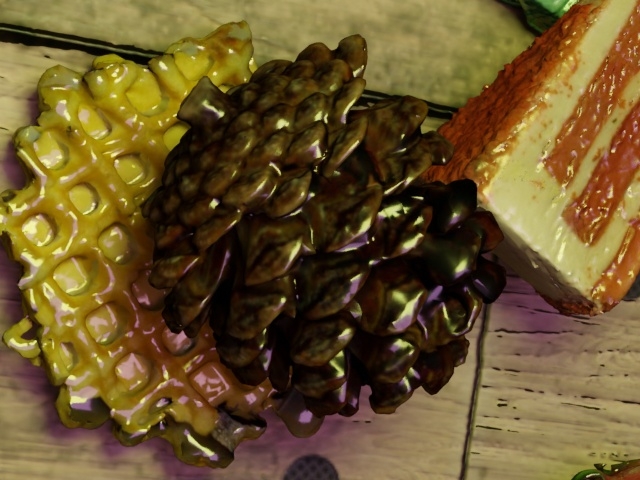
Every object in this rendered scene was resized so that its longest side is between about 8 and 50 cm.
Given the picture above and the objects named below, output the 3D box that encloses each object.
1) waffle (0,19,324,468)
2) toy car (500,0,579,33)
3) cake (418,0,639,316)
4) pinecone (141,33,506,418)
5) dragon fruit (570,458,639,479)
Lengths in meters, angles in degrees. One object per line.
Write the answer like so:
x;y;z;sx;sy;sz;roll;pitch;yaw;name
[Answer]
-0.096;0.010;1.381;0.329;0.062;0.329;-2;94;-23;waffle
0.256;-0.192;1.491;0.320;0.097;0.141;32;81;-20;toy car
0.205;-0.076;1.387;0.158;0.160;0.262;39;108;-19;cake
0.000;0.000;1.275;0.224;0.224;0.272;-44;115;-14;pinecone
0.281;0.242;1.503;0.235;0.137;0.135;14;75;-22;dragon fruit
